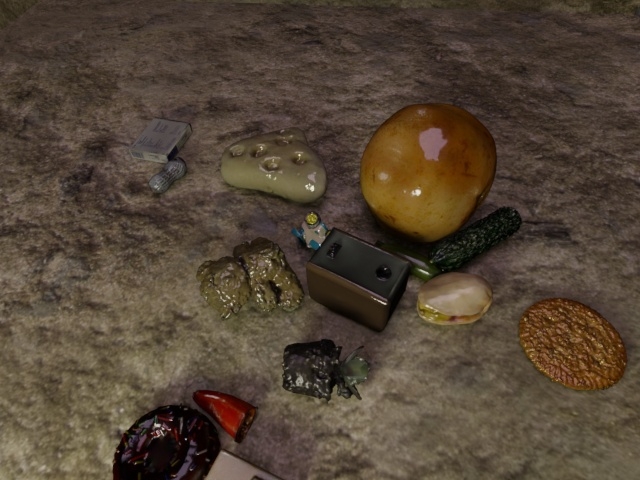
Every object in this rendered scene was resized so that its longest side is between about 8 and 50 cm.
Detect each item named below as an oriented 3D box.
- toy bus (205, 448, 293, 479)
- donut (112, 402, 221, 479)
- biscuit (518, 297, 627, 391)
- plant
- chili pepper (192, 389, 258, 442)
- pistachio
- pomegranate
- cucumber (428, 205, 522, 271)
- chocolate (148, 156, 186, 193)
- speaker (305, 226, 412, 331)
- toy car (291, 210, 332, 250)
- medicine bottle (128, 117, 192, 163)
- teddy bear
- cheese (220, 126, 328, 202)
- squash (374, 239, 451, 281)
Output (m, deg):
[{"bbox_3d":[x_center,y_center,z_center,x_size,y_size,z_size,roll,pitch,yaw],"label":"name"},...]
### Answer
[{"bbox_3d":[-0.138,0.508,0.853,0.181,0.103,0.091,18,56,16],"label":"toy bus"},{"bbox_3d":[-0.335,0.466,0.900,0.234,0.089,0.235,-4,45,4],"label":"donut"},{"bbox_3d":[0.634,0.253,1.054,0.253,0.035,0.254,-2,51,2],"label":"biscuit"},{"bbox_3d":[0.009,0.304,0.980,0.202,0.131,0.143,-1,82,-9],"label":"plant"},{"bbox_3d":[-0.237,0.395,0.982,0.168,0.065,0.088,19,81,26],"label":"chili pepper"},{"bbox_3d":[0.350,0.153,1.098,0.200,0.117,0.145,-12,44,3],"label":"pistachio"},{"bbox_3d":[0.296,-0.197,1.220,0.415,0.417,0.417,-2,52,2],"label":"pomegranate"},{"bbox_3d":[0.435,0.004,1.191,0.359,0.096,0.096,-27,55,-28],"label":"cucumber"},{"bbox_3d":[-0.536,-0.229,1.472,0.072,0.072,0.167,23,57,20],"label":"chocolate"},{"bbox_3d":[0.100,0.104,1.101,0.230,0.193,0.153,25,56,19],"label":"speaker"},{"bbox_3d":[0.000,0.000,1.249,0.098,0.126,0.161,-44,70,-2],"label":"toy car"},{"bbox_3d":[-0.617,-0.391,1.615,0.171,0.052,0.201,10,54,11],"label":"medicine bottle"},{"bbox_3d":[-0.203,0.103,1.144,0.256,0.156,0.267,-29,57,-16],"label":"teddy bear"},{"bbox_3d":[-0.167,-0.236,1.420,0.328,0.130,0.351,-16,51,-12],"label":"cheese"},{"bbox_3d":[0.261,0.063,1.203,0.251,0.066,0.066,25,57,22],"label":"squash"}]
